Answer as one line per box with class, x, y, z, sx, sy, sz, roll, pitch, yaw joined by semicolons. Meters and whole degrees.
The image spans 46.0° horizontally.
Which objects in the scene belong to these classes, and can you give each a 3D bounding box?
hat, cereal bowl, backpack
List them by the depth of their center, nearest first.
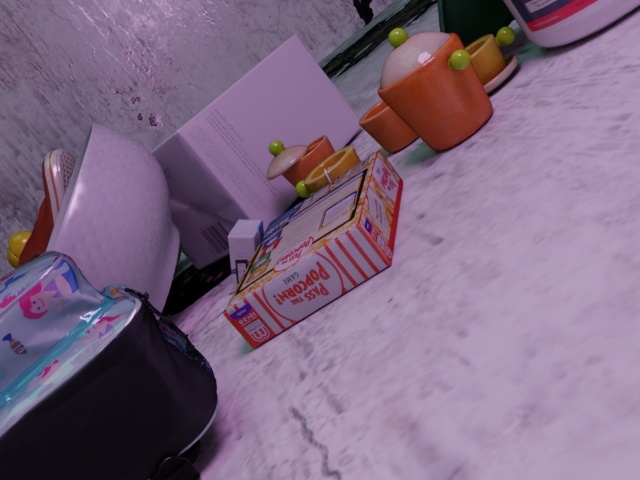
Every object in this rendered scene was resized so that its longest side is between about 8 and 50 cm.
backpack;-0.210;0.124;0.581;0.225;0.191;0.253;-43;10;-12
hat;0.245;-0.299;0.912;0.183;0.173;0.209;-2;67;18
cereal bowl;-0.265;0.039;0.921;0.339;0.141;0.339;-51;29;43

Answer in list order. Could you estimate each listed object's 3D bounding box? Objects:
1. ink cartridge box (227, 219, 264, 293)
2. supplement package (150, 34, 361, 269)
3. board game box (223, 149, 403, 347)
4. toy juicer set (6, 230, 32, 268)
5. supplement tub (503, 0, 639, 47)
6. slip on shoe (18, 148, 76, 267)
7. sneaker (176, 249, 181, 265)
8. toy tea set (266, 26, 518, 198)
ink cartridge box;-0.074;0.025;0.781;0.028;0.083;0.048;1;23;8
supplement package;-0.105;-0.130;1.092;0.177;0.175;0.293;-25;20;47
board game box;0.000;0.000;0.694;0.146;0.045;0.193;-33;15;22
toy juicer set;-0.455;0.009;1.311;0.089;0.209;0.329;18;75;30
supplement tub;0.227;-0.352;0.749;0.191;0.272;0.191;-36;15;11
slip on shoe;-0.419;0.019;1.172;0.123;0.101;0.332;-94;12;-65
sneaker;-0.298;0.034;1.247;0.146;0.134;0.343;-3;5;-6
toy tea set;0.052;-0.142;0.840;0.336;0.124;0.200;-31;16;30
